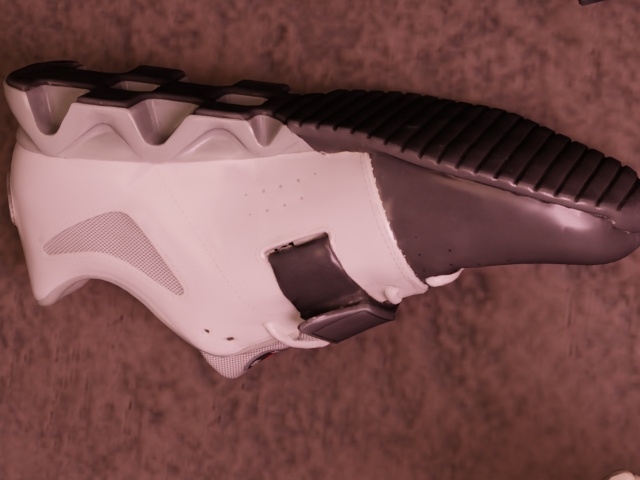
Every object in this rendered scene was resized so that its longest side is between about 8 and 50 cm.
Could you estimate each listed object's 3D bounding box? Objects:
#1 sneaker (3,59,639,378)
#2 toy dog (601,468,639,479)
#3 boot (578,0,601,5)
[{"bbox_3d":[0.000,0.000,0.938,0.330,0.122,0.146,8,106,20],"label":"sneaker"},{"bbox_3d":[0.156,0.352,0.759,0.395,0.284,0.408,44,108,26],"label":"toy dog"},{"bbox_3d":[0.074,-0.185,0.933,0.236,0.085,0.178,-33,77,14],"label":"boot"}]
